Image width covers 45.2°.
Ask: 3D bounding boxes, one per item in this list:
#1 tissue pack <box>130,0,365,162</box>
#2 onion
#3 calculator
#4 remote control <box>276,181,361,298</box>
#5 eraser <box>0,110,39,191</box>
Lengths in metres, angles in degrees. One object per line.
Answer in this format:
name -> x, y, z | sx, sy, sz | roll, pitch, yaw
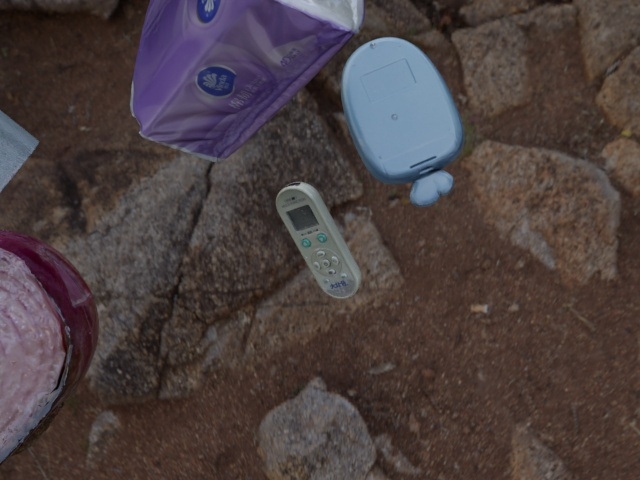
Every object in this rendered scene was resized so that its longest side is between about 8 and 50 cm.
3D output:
tissue pack -> -0.103, -0.278, 0.934 | 0.160, 0.338, 0.242 | 14, 62, -29
onion -> -0.361, 0.110, 0.814 | 0.256, 0.230, 0.272 | -19, 91, -10
calculator -> 0.145, -0.206, 1.333 | 0.188, 0.042, 0.303 | -24, 87, -2
remote control -> 0.000, 0.000, 1.285 | 0.078, 0.221, 0.042 | -17, 20, 33
eraser -> -0.628, -0.176, 1.316 | 0.081, 0.227, 0.174 | 4, 57, 57
